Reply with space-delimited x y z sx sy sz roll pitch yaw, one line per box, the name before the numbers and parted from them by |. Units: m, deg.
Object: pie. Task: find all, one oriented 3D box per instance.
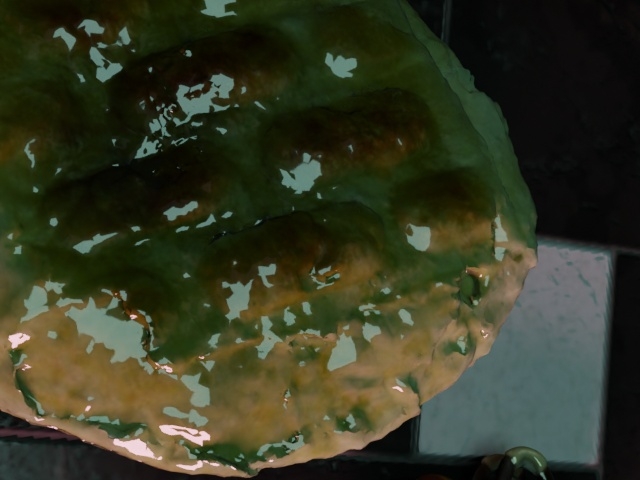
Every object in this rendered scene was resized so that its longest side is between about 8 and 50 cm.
pie | -0.050 -0.038 0.621 0.306 0.071 0.306 9 62 -18

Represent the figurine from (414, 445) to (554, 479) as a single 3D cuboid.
figurine | 0.088 0.151 0.733 0.154 0.082 0.098 18 66 -26
